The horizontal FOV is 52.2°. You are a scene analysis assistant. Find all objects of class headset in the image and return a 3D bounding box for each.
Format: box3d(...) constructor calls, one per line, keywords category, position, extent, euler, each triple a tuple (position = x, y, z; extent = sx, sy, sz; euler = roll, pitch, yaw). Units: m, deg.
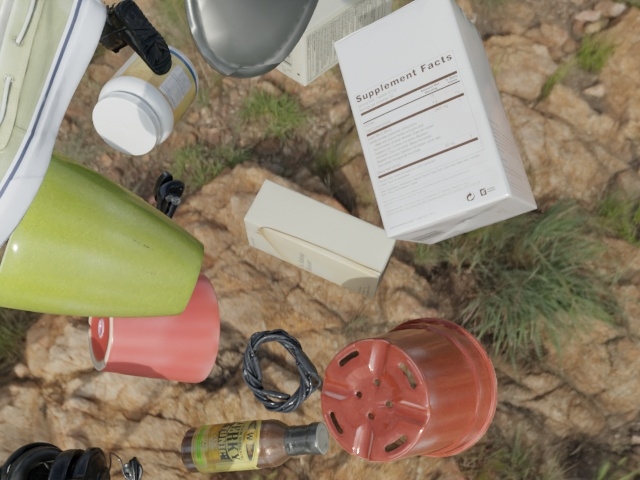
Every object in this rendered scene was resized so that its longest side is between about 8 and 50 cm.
box3d(category="headset", position=(-0.494, 0.485, 1.242), extent=(0.243, 0.394, 0.185), euler=(-6, 82, 30))

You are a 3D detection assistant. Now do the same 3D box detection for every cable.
box3d(category="cable", position=(-0.097, 0.282, 1.426), extent=(0.150, 0.047, 0.184), euler=(-40, 85, 10))

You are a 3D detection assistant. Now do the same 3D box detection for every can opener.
box3d(category="can opener", position=(-0.352, -0.061, 1.457), extent=(0.059, 0.186, 0.073), euler=(11, 26, -30))

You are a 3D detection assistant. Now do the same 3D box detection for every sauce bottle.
box3d(category="sauce bottle", position=(-0.150, 0.462, 1.485), extent=(0.344, 0.111, 0.111), euler=(-13, 59, 20))

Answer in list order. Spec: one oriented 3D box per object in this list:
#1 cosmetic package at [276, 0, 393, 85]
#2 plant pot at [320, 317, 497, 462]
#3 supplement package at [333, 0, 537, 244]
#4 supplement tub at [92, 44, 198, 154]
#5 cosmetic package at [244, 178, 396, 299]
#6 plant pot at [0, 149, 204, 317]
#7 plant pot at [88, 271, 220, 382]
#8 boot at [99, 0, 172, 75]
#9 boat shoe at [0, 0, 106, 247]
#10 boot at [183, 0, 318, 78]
box3d(category="cosmetic package", position=(0.021, -0.501, 1.473), extent=(0.129, 0.153, 0.296), euler=(37, 62, 25))
box3d(category="plant pot", position=(0.150, 0.276, 1.182), extent=(0.272, 0.265, 0.273), euler=(-4, 82, 30))
box3d(category="supplement package", position=(0.163, -0.161, 0.925), extent=(0.175, 0.177, 0.293), euler=(-20, 77, 27))
box3d(category="supplement tub", position=(-0.329, -0.269, 1.240), extent=(0.144, 0.144, 0.200), euler=(13, 45, 6))
box3d(category="cosmetic package", position=(0.000, 0.000, 1.420), extent=(0.309, 0.160, 0.113), euler=(23, 70, 9))
box3d(category="plant pot", position=(-0.363, 0.024, 1.130), extent=(0.293, 0.275, 0.275), euler=(20, 59, -18))
box3d(category="plant pot", position=(-0.404, 0.205, 1.549), extent=(0.243, 0.275, 0.275), euler=(3, 56, -33))
box3d(category="boot", position=(-0.280, -0.291, 0.950), extent=(0.099, 0.121, 0.045), euler=(2, 45, 44))
box3d(category="boat shoe", position=(-0.320, -0.131, 0.659), extent=(0.109, 0.094, 0.302), euler=(16, 83, 48))
box3d(category="boot", position=(-0.060, -0.239, 0.511), extent=(0.091, 0.229, 0.263), euler=(5, 91, -14))
